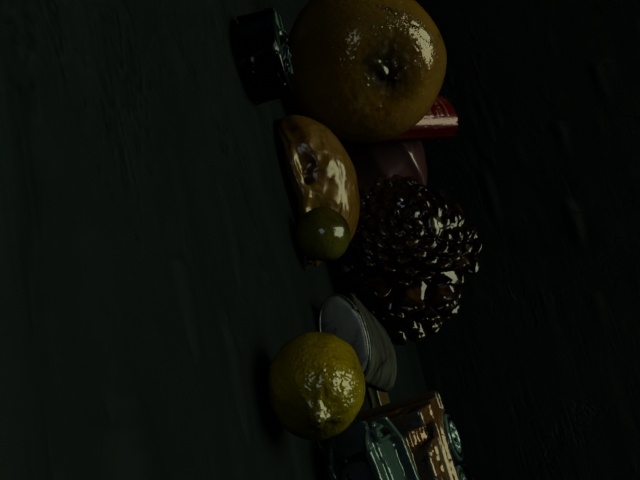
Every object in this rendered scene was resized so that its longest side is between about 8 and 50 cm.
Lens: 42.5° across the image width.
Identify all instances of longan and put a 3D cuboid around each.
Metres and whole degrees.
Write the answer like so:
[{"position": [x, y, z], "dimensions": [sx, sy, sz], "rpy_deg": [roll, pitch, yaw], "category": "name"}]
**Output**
[{"position": [0.000, 0.000, 1.024], "dimensions": [0.083, 0.075, 0.075], "rpy_deg": [-64, 171, 1], "category": "longan"}]

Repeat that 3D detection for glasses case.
[{"position": [0.058, 0.149, 1.131], "dimensions": [0.299, 0.060, 0.114], "rpy_deg": [47, 28, -73], "category": "glasses case"}]

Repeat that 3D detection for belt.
[{"position": [-0.065, -0.225, 0.998], "dimensions": [0.140, 0.058, 0.105], "rpy_deg": [-97, 172, -51], "category": "belt"}]

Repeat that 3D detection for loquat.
[{"position": [0.071, -0.284, 1.319], "dimensions": [0.263, 0.263, 0.263], "rpy_deg": [-15, 90, -82], "category": "loquat"}]

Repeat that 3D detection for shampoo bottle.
[{"position": [0.119, -0.232, 1.549], "dimensions": [0.118, 0.314, 0.076], "rpy_deg": [56, -44, 29], "category": "shampoo bottle"}]

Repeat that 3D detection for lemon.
[{"position": [-0.004, 0.120, 0.675], "dimensions": [0.110, 0.082, 0.082], "rpy_deg": [-78, 152, -66], "category": "lemon"}]

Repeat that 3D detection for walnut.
[{"position": [0.008, -0.077, 1.129], "dimensions": [0.167, 0.087, 0.211], "rpy_deg": [38, 37, -84], "category": "walnut"}]

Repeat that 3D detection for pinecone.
[{"position": [0.130, 0.046, 1.340], "dimensions": [0.246, 0.247, 0.292], "rpy_deg": [-97, -172, -46], "category": "pinecone"}]

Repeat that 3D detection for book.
[{"position": [0.109, 0.296, 1.373], "dimensions": [0.170, 0.018, 0.241], "rpy_deg": [-59, 134, -81], "category": "book"}]

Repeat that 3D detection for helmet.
[{"position": [0.118, -0.180, 1.733], "dimensions": [0.338, 0.197, 0.271], "rpy_deg": [-93, 163, -53], "category": "helmet"}]

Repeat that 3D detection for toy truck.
[{"position": [0.100, 0.339, 0.830], "dimensions": [0.184, 0.133, 0.338], "rpy_deg": [9, 63, -71], "category": "toy truck"}]
